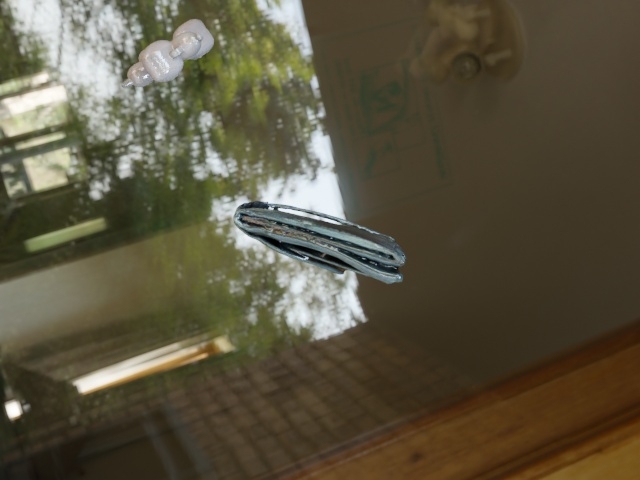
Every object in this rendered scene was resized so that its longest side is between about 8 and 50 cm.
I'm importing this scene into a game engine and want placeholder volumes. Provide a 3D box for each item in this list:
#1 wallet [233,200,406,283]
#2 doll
[{"bbox_3d":[0.000,0.000,1.290,0.342,0.237,0.075,-67,176,-86],"label":"wallet"},{"bbox_3d":[-0.226,-0.276,1.332,0.059,0.161,0.160,57,25,-17],"label":"doll"}]
